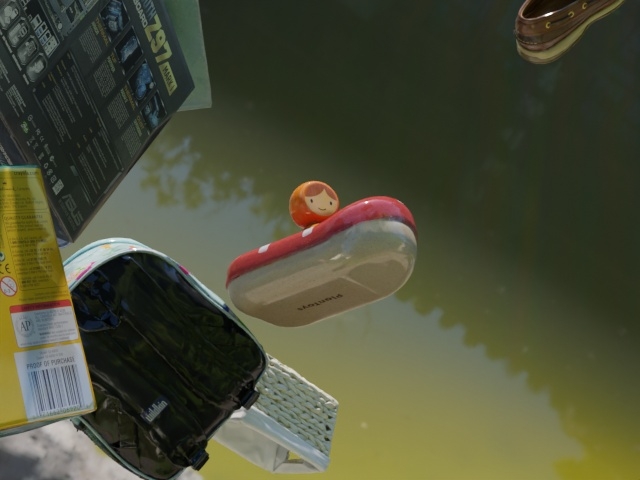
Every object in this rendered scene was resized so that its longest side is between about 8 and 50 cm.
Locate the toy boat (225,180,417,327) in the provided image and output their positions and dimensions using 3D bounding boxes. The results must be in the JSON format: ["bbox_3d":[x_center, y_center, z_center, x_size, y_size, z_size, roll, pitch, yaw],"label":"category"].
[{"bbox_3d":[0.000,0.000,1.466,0.151,0.231,0.151,27,49,-52],"label":"toy boat"}]

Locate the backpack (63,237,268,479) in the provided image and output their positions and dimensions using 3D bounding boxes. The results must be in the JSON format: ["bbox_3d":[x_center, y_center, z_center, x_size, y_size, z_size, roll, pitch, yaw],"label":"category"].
[{"bbox_3d":[-0.218,0.123,1.465,0.253,0.225,0.191,47,-12,-29],"label":"backpack"}]

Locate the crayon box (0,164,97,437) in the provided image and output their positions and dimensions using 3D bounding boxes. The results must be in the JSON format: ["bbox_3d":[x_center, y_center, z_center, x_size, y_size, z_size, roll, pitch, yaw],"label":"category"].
[{"bbox_3d":[-0.270,0.047,0.719,0.278,0.081,0.165,-5,78,-52],"label":"crayon box"}]

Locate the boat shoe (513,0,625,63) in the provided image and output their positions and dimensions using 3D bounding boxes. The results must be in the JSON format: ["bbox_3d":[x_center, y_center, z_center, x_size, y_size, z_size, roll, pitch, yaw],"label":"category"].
[{"bbox_3d":[0.257,-0.251,1.233,0.064,0.178,0.060,38,-12,35],"label":"boat shoe"}]

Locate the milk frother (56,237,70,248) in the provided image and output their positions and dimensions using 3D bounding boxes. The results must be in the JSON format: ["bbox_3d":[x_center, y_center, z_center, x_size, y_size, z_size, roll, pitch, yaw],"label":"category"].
[{"bbox_3d":[-0.378,0.028,1.669,0.143,0.134,0.129,39,46,-24],"label":"milk frother"}]

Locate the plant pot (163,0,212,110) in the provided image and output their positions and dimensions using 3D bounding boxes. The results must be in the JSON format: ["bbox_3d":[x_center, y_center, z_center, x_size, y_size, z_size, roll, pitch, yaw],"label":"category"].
[{"bbox_3d":[-0.260,-0.249,1.120,0.252,0.247,0.248,-16,42,-12],"label":"plant pot"}]

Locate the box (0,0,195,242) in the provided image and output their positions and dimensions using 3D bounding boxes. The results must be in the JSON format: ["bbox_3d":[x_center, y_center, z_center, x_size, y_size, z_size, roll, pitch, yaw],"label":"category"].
[{"bbox_3d":[-0.191,-0.139,0.947,0.059,0.233,0.183,21,61,25],"label":"box"}]

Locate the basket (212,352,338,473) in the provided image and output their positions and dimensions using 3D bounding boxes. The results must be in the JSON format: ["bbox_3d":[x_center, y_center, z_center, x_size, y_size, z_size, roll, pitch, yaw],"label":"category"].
[{"bbox_3d":[-0.068,0.225,1.647,0.167,0.113,0.103,37,58,-35],"label":"basket"}]
